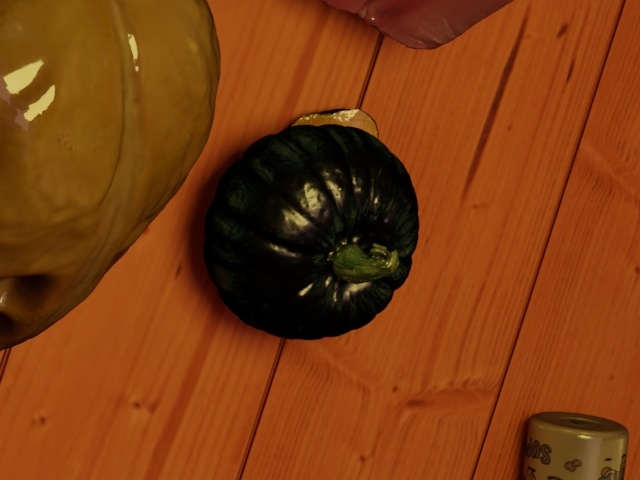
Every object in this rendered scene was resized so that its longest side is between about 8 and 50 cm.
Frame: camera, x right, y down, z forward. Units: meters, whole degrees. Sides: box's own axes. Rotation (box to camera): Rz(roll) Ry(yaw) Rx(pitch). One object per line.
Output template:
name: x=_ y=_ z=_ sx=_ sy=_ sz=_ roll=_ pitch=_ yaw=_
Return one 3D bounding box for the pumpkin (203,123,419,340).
pumpkin: x=-0.007 y=-0.006 z=1.656 sx=0.194 sy=0.150 sz=0.194 roll=-1 pitch=123 yaw=-2

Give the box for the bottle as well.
bottle: x=0.227 y=0.273 z=1.881 sx=0.110 sy=0.097 sz=0.209 roll=7 pitch=96 yaw=-1

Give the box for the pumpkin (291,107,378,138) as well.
pumpkin: x=0.007 y=-0.091 z=1.714 sx=0.083 sy=0.028 sz=0.050 roll=-1 pitch=103 yaw=-23

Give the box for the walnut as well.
walnut: x=-0.251 y=-0.081 z=1.350 sx=0.354 sy=0.398 sz=0.308 roll=-10 pitch=67 yaw=-37

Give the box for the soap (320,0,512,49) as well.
soap: x=0.126 y=-0.310 z=1.560 sx=0.233 sy=0.359 sz=0.128 roll=34 pitch=43 yaw=-32
